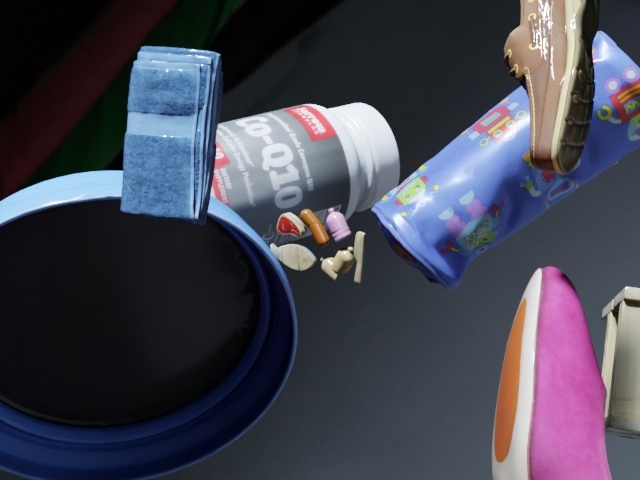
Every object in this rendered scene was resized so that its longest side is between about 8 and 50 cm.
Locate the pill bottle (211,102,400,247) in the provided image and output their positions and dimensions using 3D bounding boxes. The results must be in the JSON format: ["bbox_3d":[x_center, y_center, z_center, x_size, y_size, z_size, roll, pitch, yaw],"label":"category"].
[{"bbox_3d":[-0.053,-0.077,1.177,0.283,0.161,0.161,-18,-32,-30],"label":"pill bottle"}]

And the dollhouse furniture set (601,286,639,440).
[{"bbox_3d":[0.362,0.131,0.906,0.129,0.183,0.129,64,-145,-75],"label":"dollhouse furniture set"}]

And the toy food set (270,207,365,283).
[{"bbox_3d":[0.000,0.000,1.007,0.019,0.122,0.078,-21,-57,-48],"label":"toy food set"}]

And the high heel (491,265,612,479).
[{"bbox_3d":[0.219,0.206,0.684,0.127,0.181,0.377,90,-177,-76],"label":"high heel"}]

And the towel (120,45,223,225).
[{"bbox_3d":[-0.103,-0.071,0.658,0.029,0.067,0.119,-13,-71,-73],"label":"towel"}]

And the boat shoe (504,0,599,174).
[{"bbox_3d":[0.165,-0.129,0.698,0.064,0.060,0.178,38,-124,-57],"label":"boat shoe"}]

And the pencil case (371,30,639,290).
[{"bbox_3d":[0.201,-0.075,0.973,0.306,0.119,0.133,-38,-56,2],"label":"pencil case"}]

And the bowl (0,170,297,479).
[{"bbox_3d":[-0.221,0.098,1.019,0.391,0.391,0.077,-62,28,25],"label":"bowl"}]
